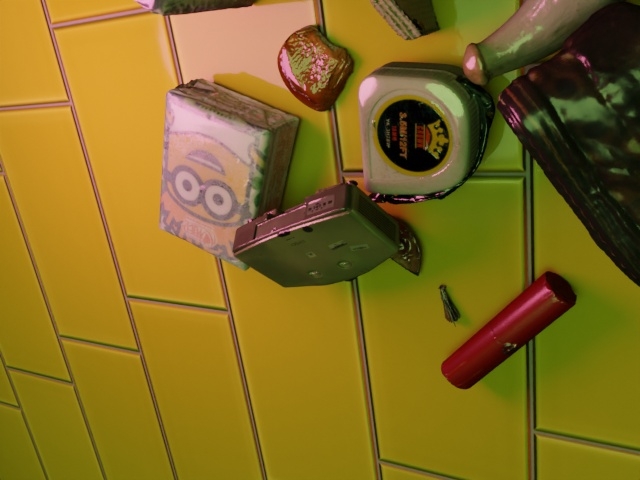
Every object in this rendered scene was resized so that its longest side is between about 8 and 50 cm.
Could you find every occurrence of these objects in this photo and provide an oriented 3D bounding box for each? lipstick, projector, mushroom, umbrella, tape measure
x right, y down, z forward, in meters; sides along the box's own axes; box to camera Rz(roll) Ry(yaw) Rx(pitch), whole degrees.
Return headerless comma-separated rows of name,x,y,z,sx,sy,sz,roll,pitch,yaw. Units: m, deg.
lipstick,0.318,0.164,1.043,0.073,0.073,0.279,41,127,7
projector,0.000,0.000,1.063,0.270,0.088,0.194,-19,139,35
mushroom,0.312,-0.305,0.801,0.270,0.118,0.103,-46,49,36
umbrella,0.234,0.120,1.103,0.083,0.020,0.031,65,165,-10
tape measure,0.169,-0.159,0.959,0.207,0.115,0.235,11,125,26

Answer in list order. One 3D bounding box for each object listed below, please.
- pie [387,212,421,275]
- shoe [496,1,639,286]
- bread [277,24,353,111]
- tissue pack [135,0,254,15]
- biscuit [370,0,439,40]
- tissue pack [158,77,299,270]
pie,0.116,-0.007,1.102,0.170,0.034,0.092,27,127,18
shoe,0.429,-0.115,0.785,0.237,0.171,0.384,-37,105,23
bread,-0.017,-0.296,1.040,0.129,0.044,0.126,45,125,9
tissue pack,-0.150,-0.520,0.881,0.122,0.259,0.361,38,127,14
biscuit,0.096,-0.408,0.861,0.046,0.147,0.249,-12,107,37
tissue pack,-0.190,-0.125,1.169,0.228,0.128,0.310,26,124,18
